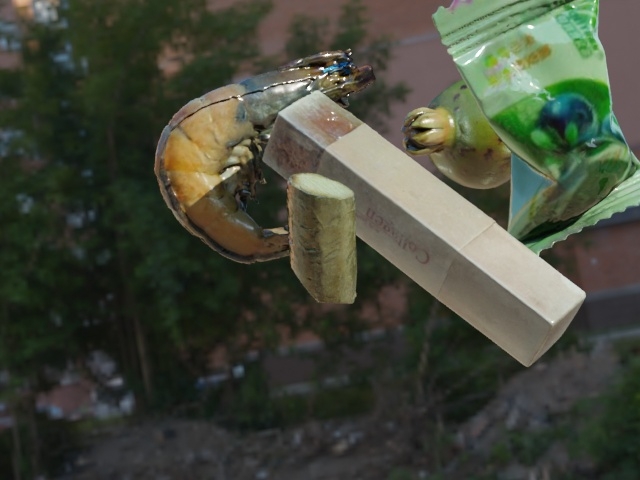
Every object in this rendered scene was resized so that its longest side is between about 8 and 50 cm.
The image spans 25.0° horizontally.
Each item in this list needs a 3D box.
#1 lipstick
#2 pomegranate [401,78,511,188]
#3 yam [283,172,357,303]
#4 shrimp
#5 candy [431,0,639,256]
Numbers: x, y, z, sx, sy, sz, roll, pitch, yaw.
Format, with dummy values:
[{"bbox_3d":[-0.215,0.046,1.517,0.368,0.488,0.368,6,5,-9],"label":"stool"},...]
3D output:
[{"bbox_3d":[0.105,-0.017,1.530,0.080,0.371,0.076,-34,-24,-44],"label":"lipstick"},{"bbox_3d":[0.256,-0.175,2.379,0.190,0.159,0.241,-34,-27,18],"label":"pomegranate"},{"bbox_3d":[0.000,0.000,1.353,0.070,0.146,0.069,0,36,0],"label":"yam"},{"bbox_3d":[-0.042,-0.094,1.672,0.290,0.222,0.054,-30,17,-12],"label":"shrimp"},{"bbox_3d":[0.326,-0.197,2.034,0.263,0.397,0.172,-33,31,-20],"label":"candy"}]
